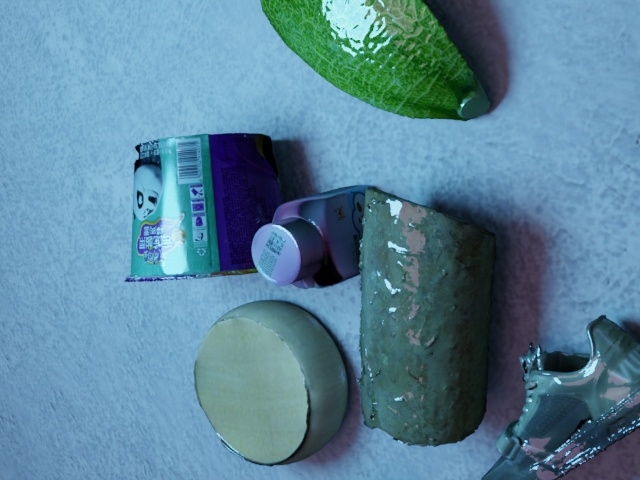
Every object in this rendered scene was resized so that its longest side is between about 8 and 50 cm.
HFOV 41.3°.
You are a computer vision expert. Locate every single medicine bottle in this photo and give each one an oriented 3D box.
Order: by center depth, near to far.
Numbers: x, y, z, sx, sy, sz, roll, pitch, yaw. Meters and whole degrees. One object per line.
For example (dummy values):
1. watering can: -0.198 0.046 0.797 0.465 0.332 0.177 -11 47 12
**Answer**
1. medicine bottle: 0.000 0.000 1.108 0.094 0.188 0.119 -8 97 38

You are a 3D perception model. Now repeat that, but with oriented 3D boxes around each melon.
1. melon: 0.069 -0.263 1.030 0.323 0.124 0.196 48 133 19

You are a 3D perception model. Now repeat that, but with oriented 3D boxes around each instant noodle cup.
1. instant noodle cup: -0.158 -0.047 1.193 0.251 0.251 0.190 -4 91 37

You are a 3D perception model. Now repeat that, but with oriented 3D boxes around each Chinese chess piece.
1. Chinese chess piece: -0.077 0.214 1.279 0.249 0.103 0.250 10 107 35

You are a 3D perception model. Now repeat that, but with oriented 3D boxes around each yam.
1. yam: 0.130 0.084 1.050 0.168 0.168 0.304 11 107 34

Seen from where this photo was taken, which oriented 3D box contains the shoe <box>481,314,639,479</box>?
1. shoe: 0.275 0.198 1.013 0.293 0.109 0.149 -45 71 33
